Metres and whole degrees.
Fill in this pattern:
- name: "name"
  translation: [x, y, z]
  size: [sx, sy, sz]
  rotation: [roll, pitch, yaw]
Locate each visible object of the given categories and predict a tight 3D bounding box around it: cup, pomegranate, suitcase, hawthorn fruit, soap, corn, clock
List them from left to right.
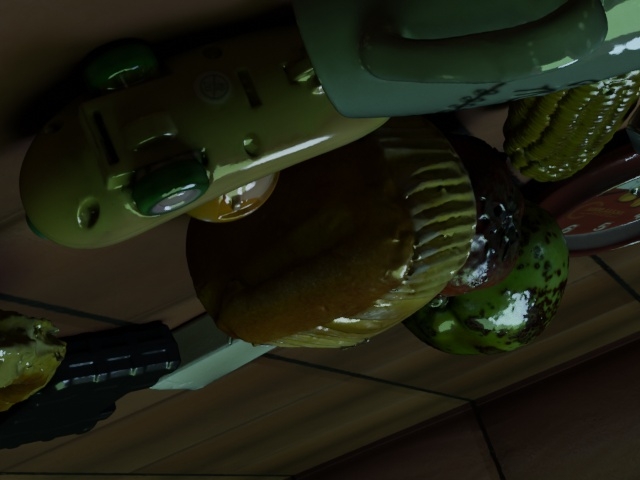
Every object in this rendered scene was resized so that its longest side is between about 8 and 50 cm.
- name: "suitcase"
  translation: [-0.331, 0.196, 2.005]
  size: [0.206, 0.066, 0.285]
  rotation: [-8, 161, -41]
- name: "soap"
  translation: [-0.142, 0.141, 2.072]
  size: [0.183, 0.063, 0.121]
  rotation: [-28, 163, 25]
- name: "hawthorn fruit"
  translation: [0.099, -0.021, 1.625]
  size: [0.235, 0.181, 0.181]
  rotation: [-5, 177, 36]
- name: "cup"
  translation: [0.103, -0.162, 1.018]
  size: [0.234, 0.186, 0.258]
  rotation: [-18, -155, 12]
- name: "pomegranate"
  translation: [0.208, 0.048, 1.893]
  size: [0.222, 0.204, 0.276]
  rotation: [4, 164, 33]
- name: "corn"
  translation: [0.241, -0.147, 1.474]
  size: [0.120, 0.120, 0.363]
  rotation: [-19, 168, -7]
- name: "clock"
  translation: [0.415, -0.073, 2.041]
  size: [0.318, 0.080, 0.318]
  rotation: [-15, 160, -6]

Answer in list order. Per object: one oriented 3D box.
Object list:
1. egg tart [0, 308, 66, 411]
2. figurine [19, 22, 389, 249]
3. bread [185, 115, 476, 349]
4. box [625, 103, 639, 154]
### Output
- name: "egg tart"
  translation: [-0.419, 0.131, 1.499]
  size: [0.352, 0.150, 0.352]
  rotation: [-22, 171, -4]
- name: "figurine"
  translation: [-0.086, -0.080, 1.257]
  size: [0.325, 0.124, 0.222]
  rotation: [-21, 166, -17]
- name: "bread"
  translation: [0.000, 0.000, 1.493]
  size: [0.288, 0.204, 0.156]
  rotation: [-27, 169, 37]
- name: "box"
  translation: [0.377, -0.172, 1.457]
  size: [0.224, 0.069, 0.120]
  rotation: [-56, 161, 0]
